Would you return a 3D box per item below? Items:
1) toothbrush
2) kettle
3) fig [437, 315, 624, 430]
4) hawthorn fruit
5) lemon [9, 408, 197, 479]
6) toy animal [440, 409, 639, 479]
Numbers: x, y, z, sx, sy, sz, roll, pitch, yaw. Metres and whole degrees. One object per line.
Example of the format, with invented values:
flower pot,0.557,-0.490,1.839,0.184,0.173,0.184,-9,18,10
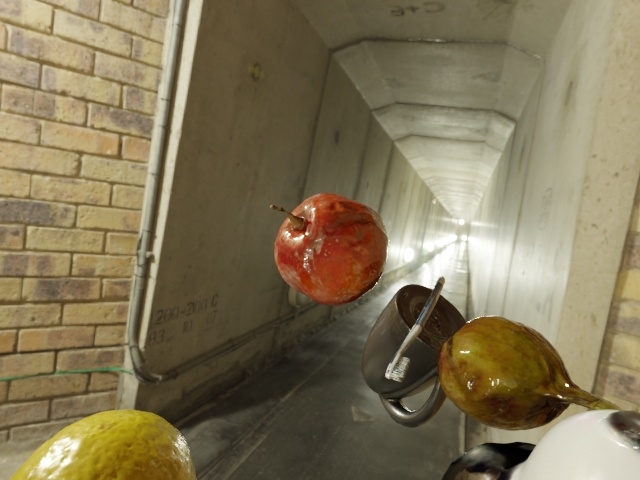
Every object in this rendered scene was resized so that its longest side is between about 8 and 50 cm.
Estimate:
toothbrush,0.173,0.136,0.708,0.026,0.024,0.288,16,32,24
kettle,0.214,0.300,1.021,0.207,0.290,0.268,10,38,-30
fig,0.313,0.240,0.643,0.190,0.191,0.290,7,18,-18
hawthorn fruit,0.000,0.000,0.866,0.271,0.242,0.242,34,-6,-26
lemon,-0.400,0.502,0.788,0.349,0.350,0.387,10,26,15
toy animal,0.234,0.279,0.352,0.250,0.310,0.251,6,49,-7
